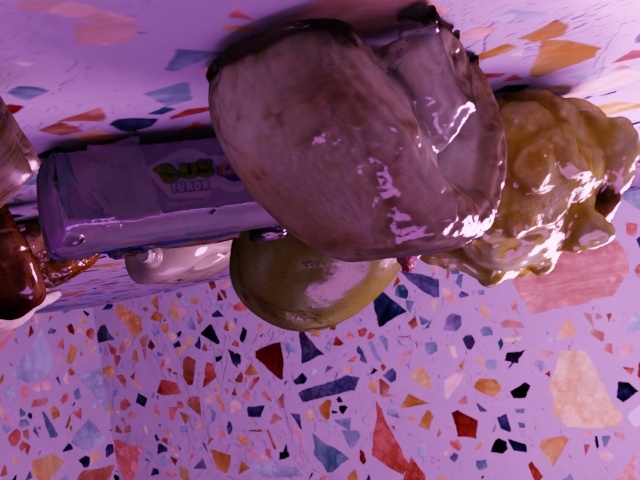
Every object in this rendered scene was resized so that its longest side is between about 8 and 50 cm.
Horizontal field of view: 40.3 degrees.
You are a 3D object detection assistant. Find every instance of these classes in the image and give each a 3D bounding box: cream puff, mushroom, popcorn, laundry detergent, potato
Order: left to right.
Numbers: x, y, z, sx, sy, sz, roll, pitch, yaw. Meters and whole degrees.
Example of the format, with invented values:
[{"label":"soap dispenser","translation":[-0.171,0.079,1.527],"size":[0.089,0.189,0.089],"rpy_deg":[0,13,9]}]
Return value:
[{"label":"mushroom","translation":[-0.327,0.001,1.063],"size":[0.217,0.148,0.227],"rpy_deg":[-26,-169,-34]},{"label":"cream puff","translation":[-0.365,0.011,1.204],"size":[0.122,0.094,0.116],"rpy_deg":[-37,-178,-29]},{"label":"laundry detergent","translation":[-0.263,0.028,1.592],"size":[0.181,0.091,0.253],"rpy_deg":[-13,175,14]},{"label":"potato","translation":[0.002,0.002,1.107],"size":[0.215,0.216,0.304],"rpy_deg":[-7,163,-37]},{"label":"mushroom","translation":[0.035,-0.064,0.668],"size":[0.189,0.164,0.267],"rpy_deg":[-13,175,21]},{"label":"popcorn","translation":[0.216,-0.056,0.960],"size":[0.254,0.195,0.256],"rpy_deg":[-23,151,7]}]

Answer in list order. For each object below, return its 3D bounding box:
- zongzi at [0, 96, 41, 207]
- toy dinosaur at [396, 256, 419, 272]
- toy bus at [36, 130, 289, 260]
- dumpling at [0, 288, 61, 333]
[{"label":"zongzi","translation":[-0.307,-0.005,0.504],"size":[0.228,0.115,0.256],"rpy_deg":[-13,-154,9]},{"label":"toy dinosaur","translation":[0.084,-0.007,0.867],"size":[0.053,0.167,0.242],"rpy_deg":[-11,-157,1]},{"label":"toy bus","translation":[-0.117,-0.051,0.864],"size":[0.316,0.113,0.138],"rpy_deg":[-10,171,-18]},{"label":"dumpling","translation":[-0.479,0.059,1.241],"size":[0.252,0.132,0.179],"rpy_deg":[14,-167,26]}]
